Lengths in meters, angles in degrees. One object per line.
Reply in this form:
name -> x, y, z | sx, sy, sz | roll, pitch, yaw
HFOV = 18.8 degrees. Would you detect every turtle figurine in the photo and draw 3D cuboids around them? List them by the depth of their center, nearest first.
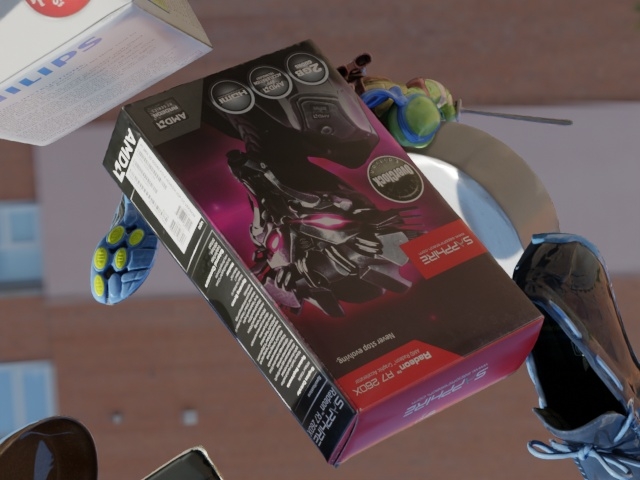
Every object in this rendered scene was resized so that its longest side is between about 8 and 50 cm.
turtle figurine -> 0.061, -0.079, 2.004 | 0.275, 0.198, 0.266 | 18, 174, -39

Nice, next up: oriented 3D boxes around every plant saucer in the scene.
plant saucer -> -0.272, 0.243, 1.722 | 0.036, 0.198, 0.198 | 20, -153, 26

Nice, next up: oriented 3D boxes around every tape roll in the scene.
tape roll -> 0.135, -0.011, 1.994 | 0.219, 0.219, 0.072 | 12, -143, 33

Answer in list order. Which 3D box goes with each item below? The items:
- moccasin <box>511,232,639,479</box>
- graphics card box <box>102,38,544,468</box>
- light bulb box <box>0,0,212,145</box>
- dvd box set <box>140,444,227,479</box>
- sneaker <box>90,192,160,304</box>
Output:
moccasin -> 0.251, 0.155, 1.910 | 0.138, 0.342, 0.117 | -9, -150, 37
graphics card box -> 0.000, 0.000, 1.755 | 0.233, 0.094, 0.371 | -23, -116, -33
light bulb box -> -0.312, -0.300, 1.879 | 0.225, 0.358, 0.361 | -31, 175, 7
dvd box set -> -0.188, 0.307, 1.629 | 0.307, 0.062, 0.420 | -34, 167, -6
sneaker -> -0.204, -0.001, 2.138 | 0.067, 0.078, 0.188 | 12, -128, 3
